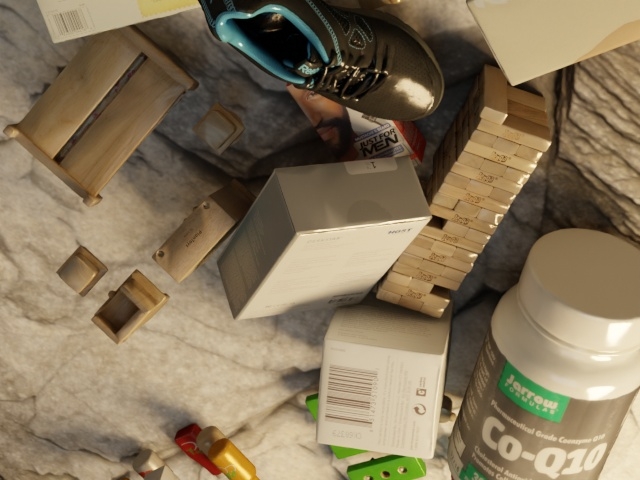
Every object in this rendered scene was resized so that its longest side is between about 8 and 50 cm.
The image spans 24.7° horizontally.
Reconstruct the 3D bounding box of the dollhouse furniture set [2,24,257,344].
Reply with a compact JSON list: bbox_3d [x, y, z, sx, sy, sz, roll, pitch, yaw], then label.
[{"bbox_3d":[-0.263,-0.105,1.801,0.355,0.174,0.303,43,100,0],"label":"dollhouse furniture set"}]

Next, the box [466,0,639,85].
[{"bbox_3d":[0.318,-0.293,1.527,0.311,0.148,0.121,-18,122,26],"label":"box"}]

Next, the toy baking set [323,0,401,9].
[{"bbox_3d":[-0.023,-0.311,1.580,0.197,0.030,0.256,-41,120,21],"label":"toy baking set"}]

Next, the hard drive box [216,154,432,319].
[{"bbox_3d":[0.000,0.000,1.762,0.181,0.089,0.232,-7,155,-27],"label":"hard drive box"}]

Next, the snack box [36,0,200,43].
[{"bbox_3d":[-0.171,-0.344,1.606,0.322,0.060,0.187,-12,125,6],"label":"snack box"}]

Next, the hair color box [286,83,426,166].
[{"bbox_3d":[0.044,-0.150,1.752,0.093,0.053,0.167,-23,118,27],"label":"hair color box"}]

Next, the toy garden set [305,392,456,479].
[{"bbox_3d":[0.124,0.279,2.069,0.204,0.049,0.244,-18,117,20],"label":"toy garden set"}]

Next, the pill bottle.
[{"bbox_3d":[0.297,0.173,1.851,0.204,0.204,0.361,14,128,1],"label":"pill bottle"}]

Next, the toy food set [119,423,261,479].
[{"bbox_3d":[-0.187,0.348,2.145,0.232,0.111,0.104,-28,117,26],"label":"toy food set"}]

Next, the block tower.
[{"bbox_3d":[0.168,-0.047,1.776,0.097,0.091,0.335,18,129,-10],"label":"block tower"}]

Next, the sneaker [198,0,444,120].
[{"bbox_3d":[-0.001,-0.198,1.579,0.341,0.139,0.125,25,124,-31],"label":"sneaker"}]

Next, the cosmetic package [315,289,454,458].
[{"bbox_3d":[0.085,0.165,1.883,0.152,0.183,0.151,8,112,7],"label":"cosmetic package"}]
